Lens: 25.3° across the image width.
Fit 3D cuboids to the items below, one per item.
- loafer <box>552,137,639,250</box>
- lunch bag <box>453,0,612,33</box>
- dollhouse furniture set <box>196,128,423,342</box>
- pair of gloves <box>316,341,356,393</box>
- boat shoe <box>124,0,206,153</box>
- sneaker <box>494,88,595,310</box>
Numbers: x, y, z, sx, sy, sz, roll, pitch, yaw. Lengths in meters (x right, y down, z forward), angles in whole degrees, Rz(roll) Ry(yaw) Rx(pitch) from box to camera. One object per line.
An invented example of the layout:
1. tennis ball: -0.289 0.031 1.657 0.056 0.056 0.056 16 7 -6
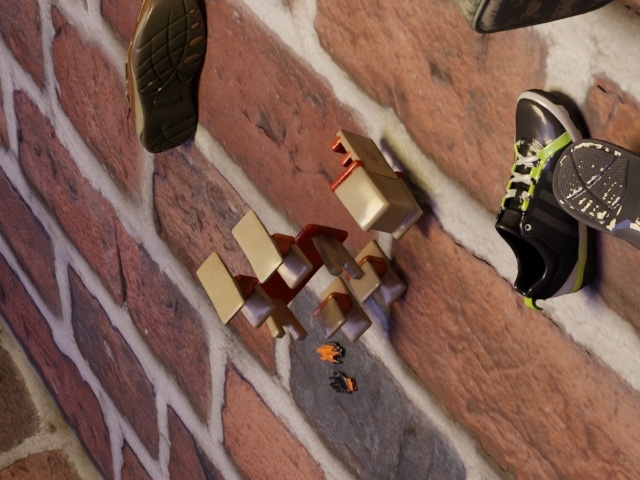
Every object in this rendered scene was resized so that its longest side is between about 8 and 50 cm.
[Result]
1. loafer: 0.350 -0.007 1.319 0.302 0.095 0.109 39 109 41
2. lunch bag: 0.184 -0.374 1.231 0.256 0.213 0.305 57 150 26
3. dollhouse furniture set: 0.000 0.000 1.829 0.259 0.262 0.135 -48 56 23
4. pair of gloves: 0.025 0.192 2.144 0.074 0.010 0.083 -17 94 63
5. boat shoe: -0.266 -0.285 2.278 0.120 0.123 0.324 57 150 34
6. sneaker: 0.229 -0.039 1.494 0.084 0.097 0.234 12 117 60
